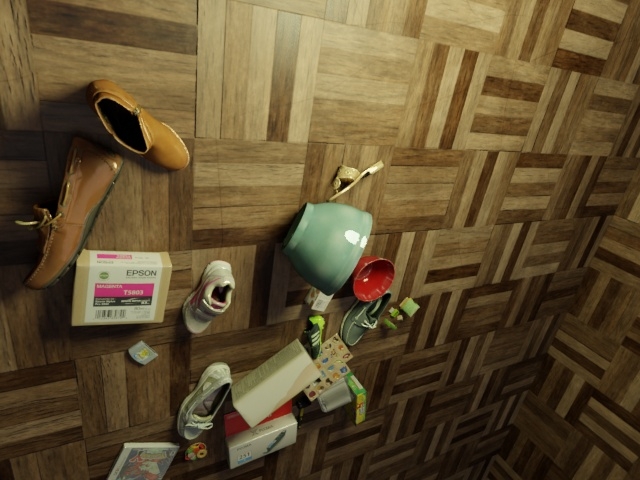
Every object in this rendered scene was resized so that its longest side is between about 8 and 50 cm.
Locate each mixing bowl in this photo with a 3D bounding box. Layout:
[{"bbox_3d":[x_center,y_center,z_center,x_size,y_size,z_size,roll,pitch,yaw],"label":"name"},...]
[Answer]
[{"bbox_3d":[0.178,0.128,1.534,0.181,0.098,0.181,-14,121,-24],"label":"mixing bowl"}]

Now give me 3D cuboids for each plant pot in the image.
[{"bbox_3d":[0.000,0.000,1.269,0.196,0.293,0.293,27,102,-11],"label":"plant pot"}]

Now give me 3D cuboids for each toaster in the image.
[{"bbox_3d":[0.039,0.609,1.705,0.146,0.129,0.227,-24,125,-14],"label":"toaster"}]

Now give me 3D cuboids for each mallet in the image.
[{"bbox_3d":[-0.075,0.755,1.784,0.062,0.039,0.189,-15,128,-25],"label":"mallet"}]

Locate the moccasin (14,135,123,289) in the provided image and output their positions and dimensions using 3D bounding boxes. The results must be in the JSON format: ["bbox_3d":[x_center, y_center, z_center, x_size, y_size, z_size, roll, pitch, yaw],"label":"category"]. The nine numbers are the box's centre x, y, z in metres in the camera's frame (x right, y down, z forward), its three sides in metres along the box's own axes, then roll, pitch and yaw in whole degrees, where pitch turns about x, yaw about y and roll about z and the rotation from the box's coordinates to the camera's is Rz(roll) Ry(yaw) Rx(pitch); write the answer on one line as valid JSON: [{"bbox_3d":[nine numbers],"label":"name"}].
[{"bbox_3d":[-0.605,-0.057,0.949,0.147,0.139,0.380,25,104,-31],"label":"moccasin"}]

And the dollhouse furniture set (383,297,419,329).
[{"bbox_3d":[0.342,0.307,1.746,0.151,0.076,0.058,-49,130,3],"label":"dollhouse furniture set"}]

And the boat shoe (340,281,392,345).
[{"bbox_3d":[0.182,0.303,1.635,0.116,0.099,0.319,18,106,-37],"label":"boat shoe"}]

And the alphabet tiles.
[{"bbox_3d":[0.003,0.487,1.621,0.237,0.009,0.198,-35,93,-10],"label":"alphabet tiles"}]

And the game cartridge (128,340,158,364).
[{"bbox_3d":[-0.560,0.355,1.283,0.056,0.017,0.083,-34,128,-5],"label":"game cartridge"}]

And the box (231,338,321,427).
[{"bbox_3d":[-0.167,0.520,1.505,0.311,0.148,0.121,-35,105,-8],"label":"box"}]

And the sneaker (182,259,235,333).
[{"bbox_3d":[-0.343,0.190,1.255,0.103,0.111,0.252,17,106,-36],"label":"sneaker"}]

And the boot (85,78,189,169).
[{"bbox_3d":[-0.392,-0.237,0.917,0.109,0.220,0.283,-40,129,-6],"label":"boot"}]

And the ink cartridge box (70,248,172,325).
[{"bbox_3d":[-0.545,0.130,1.120,0.235,0.088,0.193,3,115,-31],"label":"ink cartridge box"}]

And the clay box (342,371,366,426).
[{"bbox_3d":[0.149,0.716,1.829,0.053,0.127,0.222,-17,124,-23],"label":"clay box"}]

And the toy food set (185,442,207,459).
[{"bbox_3d":[-0.485,0.821,1.585,0.083,0.020,0.083,-10,121,-26],"label":"toy food set"}]

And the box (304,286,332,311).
[{"bbox_3d":[0.050,0.105,1.470,0.067,0.063,0.324,18,106,-38],"label":"box"}]

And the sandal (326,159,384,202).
[{"bbox_3d":[0.094,-0.216,1.325,0.240,0.088,0.079,-34,97,-18],"label":"sandal"}]

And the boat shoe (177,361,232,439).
[{"bbox_3d":[-0.408,0.585,1.444,0.118,0.103,0.320,25,101,-38],"label":"boat shoe"}]

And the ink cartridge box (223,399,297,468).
[{"bbox_3d":[-0.241,0.779,1.676,0.296,0.066,0.261,-11,122,-25],"label":"ink cartridge box"}]

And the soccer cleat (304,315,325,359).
[{"bbox_3d":[-0.029,0.374,1.575,0.072,0.060,0.178,4,100,-15],"label":"soccer cleat"}]

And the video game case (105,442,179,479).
[{"bbox_3d":[-0.645,0.812,1.484,0.201,0.023,0.183,21,104,-37],"label":"video game case"}]
